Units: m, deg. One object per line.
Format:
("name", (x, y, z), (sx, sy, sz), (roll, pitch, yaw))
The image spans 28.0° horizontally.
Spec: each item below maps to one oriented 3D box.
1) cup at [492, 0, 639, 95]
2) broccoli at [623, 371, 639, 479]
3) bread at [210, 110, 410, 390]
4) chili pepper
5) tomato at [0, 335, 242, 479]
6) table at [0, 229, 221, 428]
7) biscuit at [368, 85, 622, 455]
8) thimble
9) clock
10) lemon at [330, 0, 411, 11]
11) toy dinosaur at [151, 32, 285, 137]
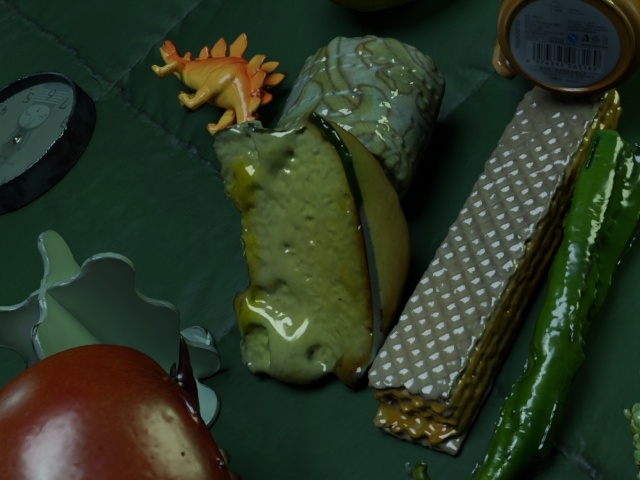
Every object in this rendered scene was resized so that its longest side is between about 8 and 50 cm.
("cup", (0.244, -0.253, 1.204), (0.226, 0.182, 0.264), (-40, 18, 48))
("broccoli", (0.312, 0.122, 0.840), (0.198, 0.176, 0.226), (34, 91, 42))
("bread", (0.005, 0.005, 1.191), (0.174, 0.252, 0.133), (-5, 7, 33))
("chili pepper", (0.189, 0.065, 1.045), (0.359, 0.085, 0.076), (-59, 17, -22))
("tomato", (-0.170, 0.211, 1.024), (0.224, 0.256, 0.256), (-25, 36, -24))
("table", (-0.205, 0.096, 1.196), (0.166, 0.198, 0.167), (-19, 44, 20))
("biscuit", (0.157, 0.007, 1.135), (0.094, 0.054, 0.379), (11, 60, 41))
("thimble", (0.025, -0.107, 1.272), (0.190, 0.137, 0.144), (-19, 42, 45))
("clock", (-0.388, -0.128, 1.643), (0.215, 0.042, 0.215), (-19, 45, 20))
("lemon", (0.061, -0.351, 1.419), (0.231, 0.192, 0.192), (-12, 47, 20))
("toy dinosaur", (-0.101, -0.178, 1.474), (0.117, 0.070, 0.288), (-42, 46, -6))
